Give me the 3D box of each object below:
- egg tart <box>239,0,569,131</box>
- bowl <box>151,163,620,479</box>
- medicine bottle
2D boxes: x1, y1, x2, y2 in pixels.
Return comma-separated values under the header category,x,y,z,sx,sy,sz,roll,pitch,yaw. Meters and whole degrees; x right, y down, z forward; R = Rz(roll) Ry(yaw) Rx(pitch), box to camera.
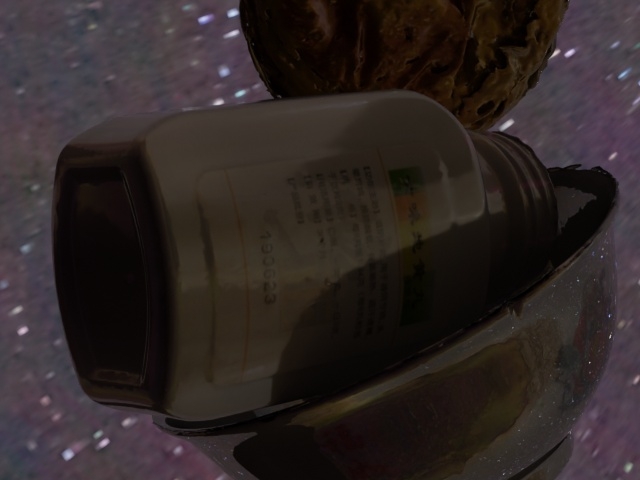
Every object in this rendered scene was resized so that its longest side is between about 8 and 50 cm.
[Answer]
category,x,y,z,sx,sy,sz,roll,pitch,yaw
egg tart,0.064,-0.203,1.478,0.297,0.132,0.297,-7,-69,-19
bowl,0.071,0.099,1.271,0.345,0.345,0.157,-21,-77,26
medicine bottle,0.000,0.000,1.174,0.124,0.324,0.179,-1,-83,51
